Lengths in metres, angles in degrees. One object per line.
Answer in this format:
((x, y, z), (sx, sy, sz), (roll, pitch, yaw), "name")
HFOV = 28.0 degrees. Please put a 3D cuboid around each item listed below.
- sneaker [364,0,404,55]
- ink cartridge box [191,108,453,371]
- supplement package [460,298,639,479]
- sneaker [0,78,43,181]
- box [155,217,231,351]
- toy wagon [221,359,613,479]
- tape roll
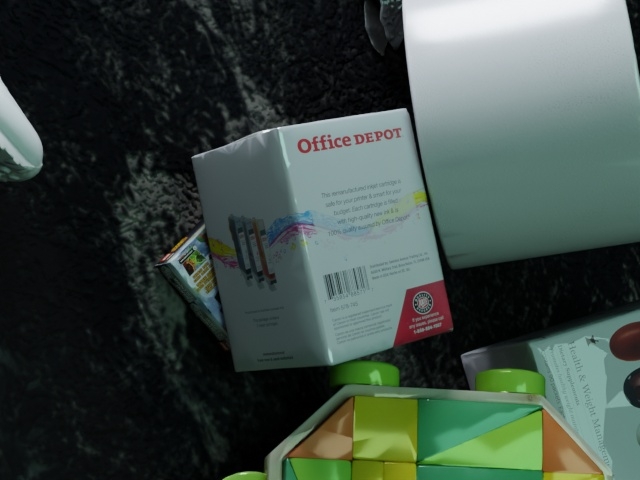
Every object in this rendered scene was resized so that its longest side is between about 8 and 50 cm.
((0.089, -0.253, 1.166), (0.170, 0.051, 0.089), (-47, 111, -26), "sneaker")
((0.000, 0.000, 0.979), (0.128, 0.127, 0.176), (-11, 90, -37), "ink cartridge box")
((0.266, 0.160, 1.133), (0.203, 0.149, 0.194), (-15, 86, -19), "supplement package")
((-0.269, -0.136, 0.869), (0.235, 0.090, 0.094), (46, 51, -24), "sneaker")
((-0.056, 0.010, 1.035), (0.137, 0.027, 0.094), (-47, 110, -31), "box")
((0.050, 0.225, 0.966), (0.345, 0.068, 0.267), (4, 74, -8), "toy wagon")
((0.170, -0.107, 1.057), (0.246, 0.169, 0.246), (-8, 90, -80), "tape roll")
